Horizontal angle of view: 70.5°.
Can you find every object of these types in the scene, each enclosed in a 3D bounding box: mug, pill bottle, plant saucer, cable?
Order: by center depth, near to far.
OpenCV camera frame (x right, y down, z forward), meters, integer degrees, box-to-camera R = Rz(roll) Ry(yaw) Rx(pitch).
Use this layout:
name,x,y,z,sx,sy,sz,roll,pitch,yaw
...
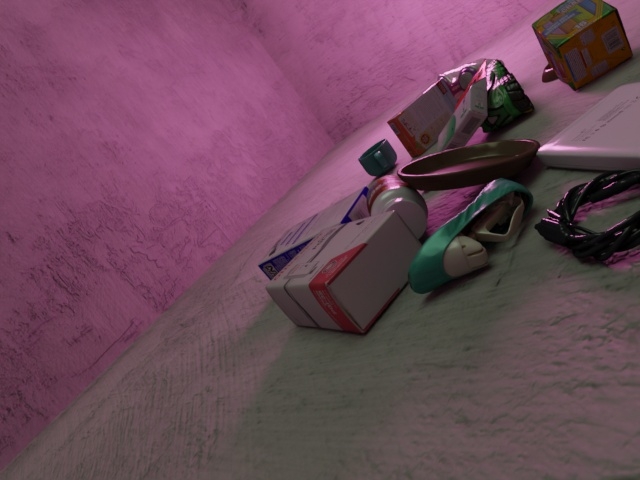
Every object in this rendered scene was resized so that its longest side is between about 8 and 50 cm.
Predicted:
name,x,y,z,sx,sy,sz,roll,pitch,yaw
cable,0.362,-0.036,0.555,0.150,0.047,0.184,-33,10,3
plant saucer,0.295,-0.153,0.919,0.277,0.041,0.278,-13,16,4
pill bottle,0.167,-0.068,0.989,0.121,0.121,0.216,-36,13,12
plant saucer,0.687,-0.500,1.247,0.168,0.029,0.168,-37,14,10
mug,0.212,-0.290,1.659,0.129,0.097,0.158,-27,19,40

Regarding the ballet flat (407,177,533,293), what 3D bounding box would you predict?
name,x,y,z,sx,sy,sz,roll,pitch,yaw
ballet flat,0.239,-0.006,0.699,0.247,0.083,0.087,-44,28,-12

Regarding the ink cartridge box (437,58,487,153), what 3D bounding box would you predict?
name,x,y,z,sx,sy,sz,roll,pitch,yaw
ink cartridge box,0.376,-0.351,1.208,0.181,0.056,0.225,114,168,-58

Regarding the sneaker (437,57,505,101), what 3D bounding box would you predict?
name,x,y,z,sx,sy,sz,roll,pitch,yaw
sneaker,0.522,-0.562,1.594,0.152,0.114,0.305,-27,16,-9

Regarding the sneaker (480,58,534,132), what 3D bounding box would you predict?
name,x,y,z,sx,sy,sz,roll,pitch,yaw
sneaker,0.472,-0.400,1.258,0.146,0.134,0.344,-33,15,27

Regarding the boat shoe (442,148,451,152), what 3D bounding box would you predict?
name,x,y,z,sx,sy,sz,roll,pitch,yaw
boat shoe,0.304,-0.179,1.164,0.135,0.050,0.045,-49,17,0

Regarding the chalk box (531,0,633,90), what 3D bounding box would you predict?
name,x,y,z,sx,sy,sz,roll,pitch,yaw
chalk box,0.596,-0.479,1.063,0.132,0.132,0.213,-32,33,25

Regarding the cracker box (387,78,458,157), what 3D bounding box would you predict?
name,x,y,z,sx,sy,sz,roll,pitch,yaw
cracker box,0.364,-0.417,1.553,0.232,0.156,0.067,-40,13,-10

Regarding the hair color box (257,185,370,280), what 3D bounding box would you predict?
name,x,y,z,sx,sy,sz,roll,pitch,yaw
hair color box,0.000,0.000,1.243,0.338,0.110,0.185,-24,21,41

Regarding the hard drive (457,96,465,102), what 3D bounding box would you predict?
name,x,y,z,sx,sy,sz,roll,pitch,yaw
hard drive,0.525,-0.522,1.720,0.210,0.040,0.318,-44,14,-19

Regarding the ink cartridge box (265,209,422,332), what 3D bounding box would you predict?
name,x,y,z,sx,sy,sz,roll,pitch,yaw
ink cartridge box,0.038,0.065,0.898,0.207,0.117,0.283,-45,15,-25

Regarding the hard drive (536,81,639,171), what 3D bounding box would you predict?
name,x,y,z,sx,sy,sz,roll,pitch,yaw
hard drive,0.491,-0.176,0.666,0.203,0.040,0.307,-38,13,2

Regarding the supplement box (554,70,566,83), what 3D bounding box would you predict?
name,x,y,z,sx,sy,sz,roll,pitch,yaw
supplement box,0.648,-0.441,1.136,0.098,0.036,0.062,-31,16,26
